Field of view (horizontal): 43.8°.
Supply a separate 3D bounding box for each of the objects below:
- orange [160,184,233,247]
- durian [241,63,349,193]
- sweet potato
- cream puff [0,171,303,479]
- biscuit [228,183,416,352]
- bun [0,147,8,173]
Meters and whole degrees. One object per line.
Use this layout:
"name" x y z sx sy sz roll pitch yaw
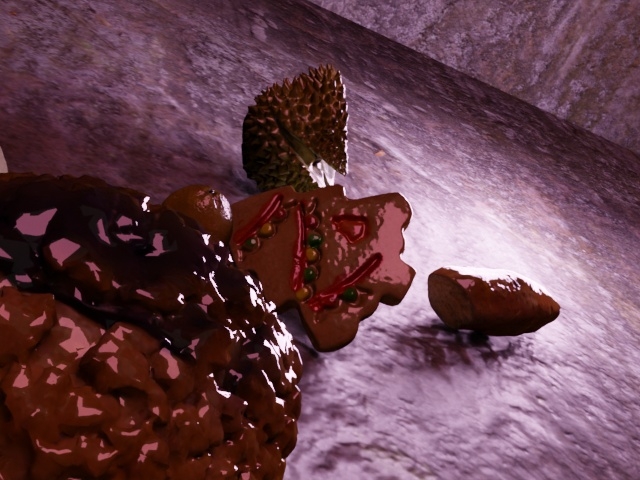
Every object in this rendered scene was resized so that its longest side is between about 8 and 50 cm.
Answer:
"orange" -0.136 -0.017 0.865 0.085 0.095 0.085 29 22 -13
"durian" -0.044 -0.153 1.127 0.137 0.194 0.237 -1 8 -7
"sweet potato" 0.242 0.086 1.081 0.251 0.097 0.097 13 29 -40
"cream puff" -0.173 0.077 0.497 0.327 0.231 0.343 -8 43 -47
"biscuit" -0.009 0.009 0.898 0.238 0.041 0.212 22 66 12
"bun" -0.379 -0.082 0.687 0.229 0.145 0.229 26 23 -12
